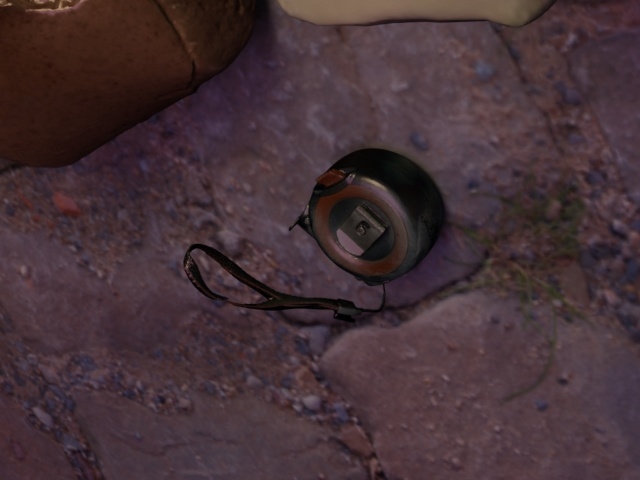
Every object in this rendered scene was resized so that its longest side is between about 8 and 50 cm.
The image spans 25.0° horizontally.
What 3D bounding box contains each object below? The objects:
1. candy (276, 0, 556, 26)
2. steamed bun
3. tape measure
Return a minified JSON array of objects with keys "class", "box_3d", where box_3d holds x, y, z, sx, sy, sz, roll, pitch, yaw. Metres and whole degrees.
[{"class":"candy","box_3d":[0.075,-0.261,0.679,0.145,0.359,0.208,1,126,31]},{"class":"steamed bun","box_3d":[-0.209,-0.203,0.994,0.251,0.199,0.301,-24,105,39]},{"class":"tape measure","box_3d":[0.002,0.003,1.027,0.104,0.179,0.107,51,135,15]}]
